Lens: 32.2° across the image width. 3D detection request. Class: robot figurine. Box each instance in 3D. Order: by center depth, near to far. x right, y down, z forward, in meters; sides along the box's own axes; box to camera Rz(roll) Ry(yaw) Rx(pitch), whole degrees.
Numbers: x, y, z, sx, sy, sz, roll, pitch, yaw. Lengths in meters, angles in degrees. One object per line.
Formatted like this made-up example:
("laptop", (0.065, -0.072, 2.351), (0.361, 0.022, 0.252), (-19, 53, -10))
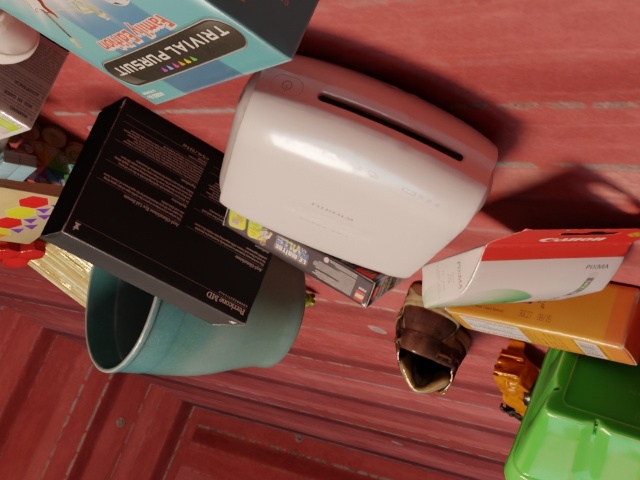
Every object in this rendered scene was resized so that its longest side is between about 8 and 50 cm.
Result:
("robot figurine", (0.379, 0.253, 1.738), (0.211, 0.085, 0.291), (13, 161, 29))

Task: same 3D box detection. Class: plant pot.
("plant pot", (-0.170, 0.077, 1.608), (0.255, 0.271, 0.272), (14, 169, -29))

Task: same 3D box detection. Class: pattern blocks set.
("pattern blocks set", (-0.432, -0.041, 1.535), (0.325, 0.026, 0.285), (-23, 155, 36))

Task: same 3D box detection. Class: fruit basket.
("fruit basket", (0.438, 0.297, 1.443), (0.392, 0.283, 0.392), (20, 149, 13))

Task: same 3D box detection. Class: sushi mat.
("sushi mat", (-0.354, 0.049, 1.725), (0.151, 0.019, 0.316), (-28, 122, 36))

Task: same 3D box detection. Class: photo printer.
("photo printer", (0.030, -0.071, 1.119), (0.256, 0.107, 0.307), (23, 164, -4))

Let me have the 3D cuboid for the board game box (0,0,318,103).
("board game box", (-0.204, -0.245, 0.917), (0.336, 0.079, 0.254), (31, 161, -28))

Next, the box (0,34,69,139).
("box", (-0.397, -0.188, 1.294), (0.114, 0.103, 0.203), (32, 161, -30))

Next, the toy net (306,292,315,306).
("toy net", (-0.111, 0.132, 1.796), (0.122, 0.232, 0.045), (25, 126, 24))

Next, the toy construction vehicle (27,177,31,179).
("toy construction vehicle", (-0.486, -0.122, 1.750), (0.098, 0.035, 0.086), (13, 172, 35))

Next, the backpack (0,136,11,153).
("backpack", (-0.498, -0.161, 1.451), (0.188, 0.144, 0.166), (26, 159, -37))

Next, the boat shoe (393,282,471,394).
("boat shoe", (0.159, 0.173, 1.691), (0.123, 0.123, 0.342), (19, 163, 9))

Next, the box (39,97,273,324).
("box", (-0.187, -0.028, 1.389), (0.261, 0.184, 0.103), (30, 159, -25))

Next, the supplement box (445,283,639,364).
("supplement box", (0.276, 0.084, 1.351), (0.233, 0.078, 0.080), (12, 164, 32))

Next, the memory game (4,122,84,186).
("memory game", (-0.397, -0.105, 1.600), (0.186, 0.012, 0.186), (13, 141, 10))

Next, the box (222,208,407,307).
("box", (0.000, 0.000, 1.319), (0.207, 0.036, 0.114), (29, -152, 19))

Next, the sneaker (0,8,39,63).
("sneaker", (-0.354, -0.249, 1.085), (0.115, 0.090, 0.232), (4, 157, 38))

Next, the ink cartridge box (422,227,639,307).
("ink cartridge box", (0.233, 0.030, 1.153), (0.181, 0.056, 0.225), (-1, 173, -21))
